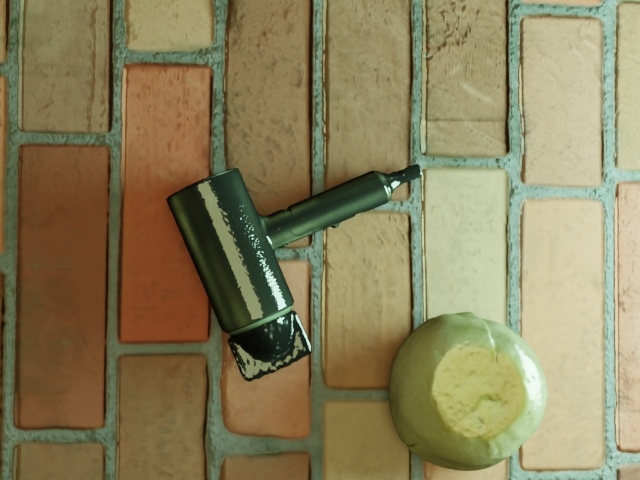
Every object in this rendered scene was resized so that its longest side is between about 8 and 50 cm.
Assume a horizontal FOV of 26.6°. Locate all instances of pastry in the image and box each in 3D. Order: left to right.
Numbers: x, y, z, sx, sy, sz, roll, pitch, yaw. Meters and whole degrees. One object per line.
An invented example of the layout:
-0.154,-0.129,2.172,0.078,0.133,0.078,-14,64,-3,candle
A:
0.142,0.147,1.310,0.156,0.092,0.156,0,89,1,pastry

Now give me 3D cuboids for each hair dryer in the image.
0.000,0.000,1.316,0.248,0.078,0.195,-24,91,-13,hair dryer
